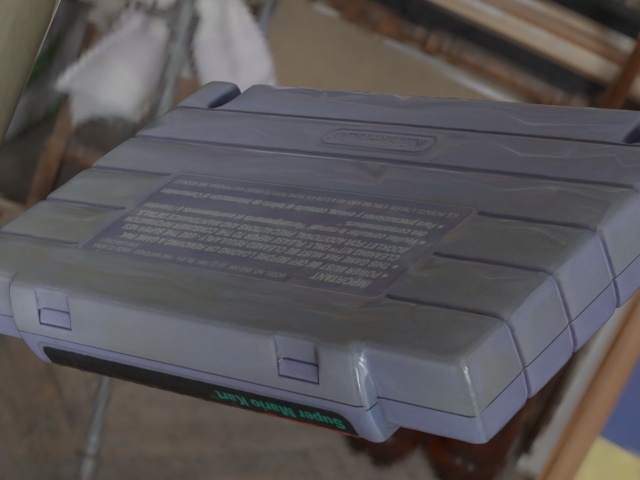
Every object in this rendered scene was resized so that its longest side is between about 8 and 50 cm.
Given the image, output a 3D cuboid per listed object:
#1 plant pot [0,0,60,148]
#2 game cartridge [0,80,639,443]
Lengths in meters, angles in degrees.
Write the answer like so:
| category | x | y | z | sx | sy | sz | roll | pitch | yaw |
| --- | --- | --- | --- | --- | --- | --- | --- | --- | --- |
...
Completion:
| category | x | y | z | sx | sy | sz | roll | pitch | yaw |
| --- | --- | --- | --- | --- | --- | --- | --- | --- | --- |
| plant pot | -0.211 | -0.046 | 0.480 | 0.333 | 0.334 | 0.305 | 26 | 73 | 4 |
| game cartridge | 0.000 | 0.000 | 0.953 | 0.355 | 0.068 | 0.230 | 9 | 41 | 42 |
